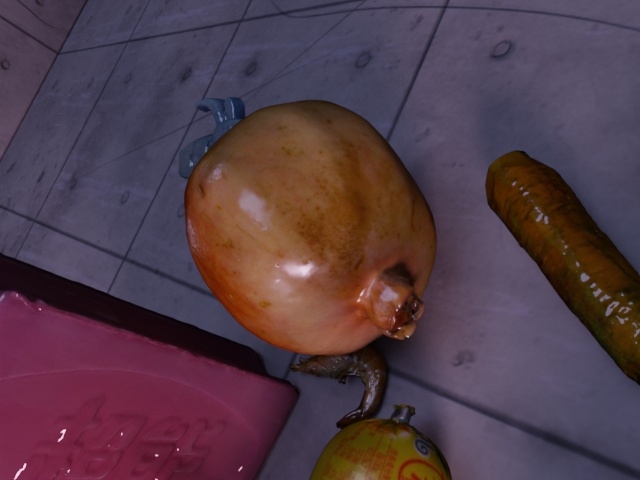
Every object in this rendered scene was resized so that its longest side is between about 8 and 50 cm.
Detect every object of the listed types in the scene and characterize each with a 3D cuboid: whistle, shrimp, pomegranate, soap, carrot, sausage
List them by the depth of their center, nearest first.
[{"bbox_3d":[0.017,0.299,0.493,0.123,0.123,0.347,5,70,46],"label":"sausage"},{"bbox_3d":[0.217,0.020,0.507,0.070,0.070,0.260,-41,45,19],"label":"carrot"},{"bbox_3d":[0.000,0.000,0.601,0.229,0.252,0.270,-37,40,-6],"label":"pomegranate"},{"bbox_3d":[-0.215,0.183,0.613,0.128,0.359,0.233,26,86,45],"label":"soap"},{"bbox_3d":[0.013,0.152,0.660,0.127,0.025,0.091,-6,64,39],"label":"shrimp"},{"bbox_3d":[-0.133,-0.129,0.921,0.269,0.093,0.180,-5,89,44],"label":"whistle"}]
